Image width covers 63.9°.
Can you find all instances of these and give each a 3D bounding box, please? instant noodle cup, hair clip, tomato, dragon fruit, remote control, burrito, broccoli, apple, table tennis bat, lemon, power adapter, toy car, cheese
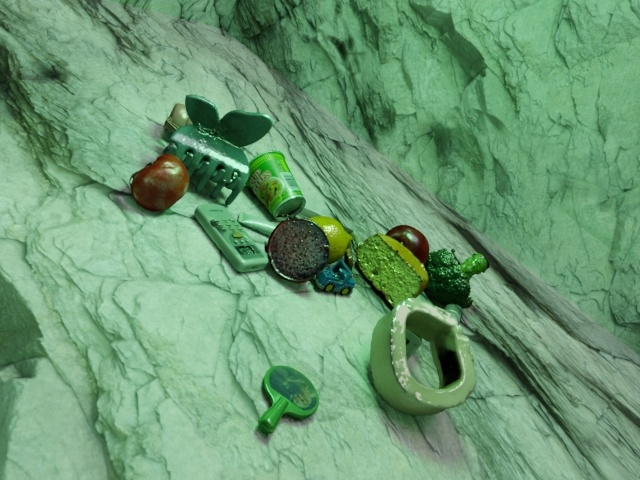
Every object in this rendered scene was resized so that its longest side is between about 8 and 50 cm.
[{"bbox_3d":[-0.172,-0.210,2.060,0.207,0.207,0.233,0,49,-52],"label":"instant noodle cup"},{"bbox_3d":[-0.399,-0.311,1.852,0.318,0.392,0.239,24,54,-25],"label":"hair clip"},{"bbox_3d":[-0.501,-0.178,1.611,0.152,0.187,0.187,55,23,-9],"label":"tomato"},{"bbox_3d":[-0.079,0.035,1.769,0.223,0.219,0.148,24,-6,0],"label":"dragon fruit"},{"bbox_3d":[-0.298,-0.015,1.707,0.296,0.056,0.140,49,26,24],"label":"remote control"},{"bbox_3d":[0.167,0.025,2.231,0.186,0.045,0.041,-110,174,-53],"label":"burrito"},{"bbox_3d":[0.593,0.147,2.283,0.298,0.297,0.298,51,-16,21],"label":"broccoli"},{"bbox_3d":[0.367,0.043,2.246,0.218,0.218,0.201,45,17,19],"label":"apple"},{"bbox_3d":[-0.088,0.395,1.280,0.160,0.039,0.257,36,22,7],"label":"table tennis bat"},{"bbox_3d":[0.000,0.000,1.913,0.243,0.187,0.187,-4,35,-7],"label":"lemon"},{"bbox_3d":[0.290,0.307,1.800,0.130,0.125,0.205,36,26,3],"label":"power adapter"},{"bbox_3d":[0.053,0.126,1.849,0.191,0.100,0.097,18,26,-42],"label":"toy car"},{"bbox_3d":[0.308,0.352,1.566,0.291,0.153,0.333,7,62,-19],"label":"cheese"}]

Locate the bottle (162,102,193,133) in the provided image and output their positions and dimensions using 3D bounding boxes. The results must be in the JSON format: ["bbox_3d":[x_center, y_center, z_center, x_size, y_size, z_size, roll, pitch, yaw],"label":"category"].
[{"bbox_3d":[-0.477,-0.428,2.067,0.296,0.173,0.207,25,33,-22],"label":"bottle"}]

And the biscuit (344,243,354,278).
[{"bbox_3d":[0.109,0.057,2.006,0.031,0.138,0.205,-2,34,-5],"label":"biscuit"}]

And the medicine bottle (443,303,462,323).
[{"bbox_3d":[0.549,0.321,2.154,0.080,0.080,0.130,40,24,9],"label":"medicine bottle"}]

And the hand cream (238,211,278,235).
[{"bbox_3d":[-0.206,-0.051,1.897,0.204,0.050,0.078,23,27,-16],"label":"hand cream"}]

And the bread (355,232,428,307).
[{"bbox_3d":[0.305,0.119,2.065,0.178,0.194,0.340,1,40,-50],"label":"bread"}]
